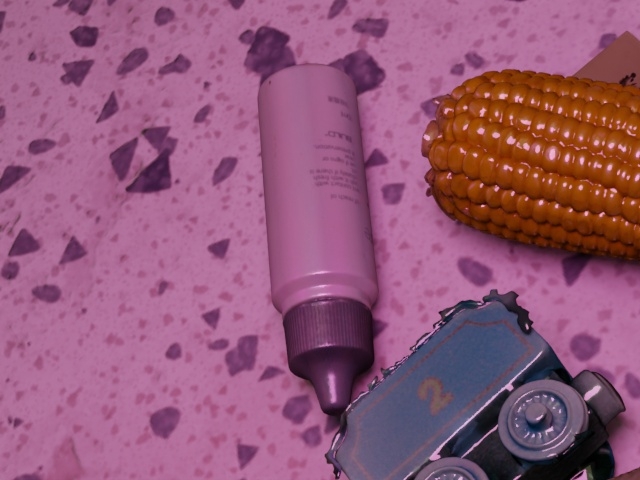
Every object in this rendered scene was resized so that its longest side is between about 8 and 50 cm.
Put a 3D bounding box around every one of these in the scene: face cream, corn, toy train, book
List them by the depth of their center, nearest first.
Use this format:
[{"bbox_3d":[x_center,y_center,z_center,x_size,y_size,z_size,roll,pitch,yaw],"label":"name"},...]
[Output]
[{"bbox_3d":[0.117,0.151,1.092,0.203,0.112,0.163,-41,50,-2],"label":"toy train"},{"bbox_3d":[0.256,-0.046,1.116,0.387,0.144,0.144,13,70,26],"label":"corn"},{"bbox_3d":[0.264,-0.119,1.226,0.077,0.014,0.111,-39,57,-2],"label":"book"},{"bbox_3d":[0.000,0.000,1.227,0.092,0.092,0.311,-15,59,15],"label":"face cream"}]

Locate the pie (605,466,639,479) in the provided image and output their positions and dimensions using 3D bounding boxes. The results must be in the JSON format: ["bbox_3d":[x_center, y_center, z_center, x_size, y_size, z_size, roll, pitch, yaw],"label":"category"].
[{"bbox_3d":[0.242,0.291,0.952,0.323,0.070,0.323,-11,73,37],"label":"pie"}]
